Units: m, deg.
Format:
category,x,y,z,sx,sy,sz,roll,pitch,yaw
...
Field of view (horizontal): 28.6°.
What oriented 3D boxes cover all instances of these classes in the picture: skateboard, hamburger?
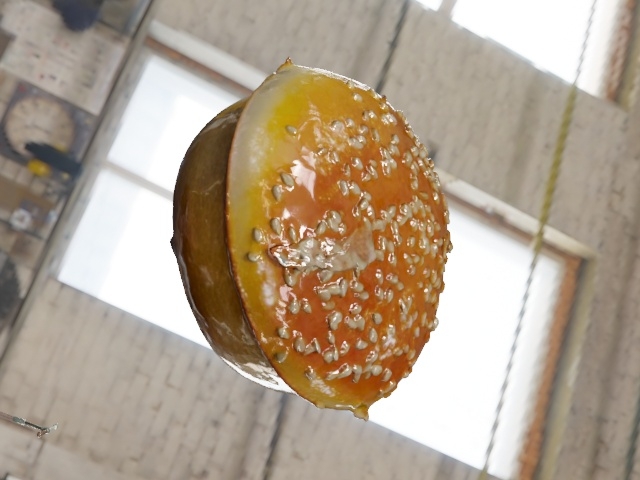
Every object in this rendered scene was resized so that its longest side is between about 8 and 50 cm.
category,x,y,z,sx,sy,sz,roll,pitch,yaw
skateboard,-0.261,0.133,1.070,0.032,0.083,0.064,-3,112,-76
hamburger,-0.002,-0.004,0.807,0.147,0.237,0.237,-12,-137,22
